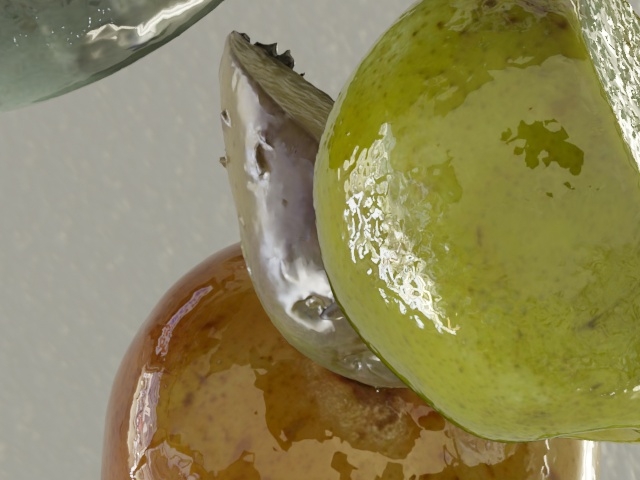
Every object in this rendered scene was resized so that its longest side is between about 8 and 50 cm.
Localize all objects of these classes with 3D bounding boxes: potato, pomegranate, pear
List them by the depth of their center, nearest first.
[{"bbox_3d":[0.055,-0.004,0.541,0.104,0.141,0.141,-21,-121,22],"label":"pear"},{"bbox_3d":[0.000,0.000,0.785,0.172,0.089,0.100,37,-67,7],"label":"potato"},{"bbox_3d":[0.017,0.124,0.968,0.264,0.264,0.264,-7,-117,13],"label":"pomegranate"}]

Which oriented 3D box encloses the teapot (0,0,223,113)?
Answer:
[{"bbox_3d":[-0.143,-0.231,0.624,0.223,0.285,0.305,-18,-134,11],"label":"teapot"}]
